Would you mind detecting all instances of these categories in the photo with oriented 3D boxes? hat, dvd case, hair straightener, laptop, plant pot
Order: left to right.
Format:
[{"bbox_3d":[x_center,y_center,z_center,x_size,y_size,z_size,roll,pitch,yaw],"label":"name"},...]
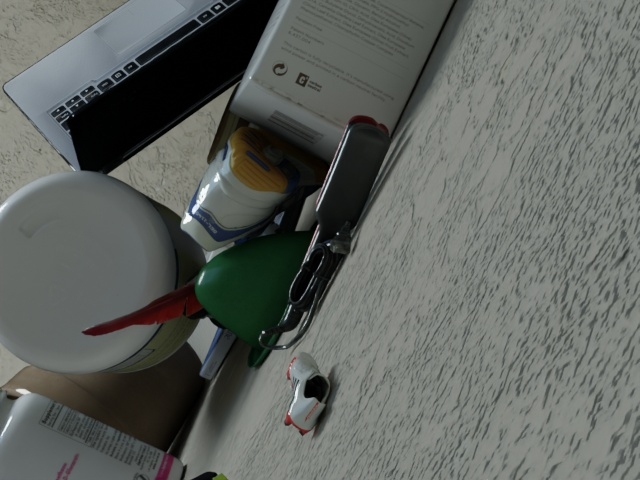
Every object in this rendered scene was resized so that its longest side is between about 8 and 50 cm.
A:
[{"bbox_3d":[-0.292,0.233,1.774,0.229,0.263,0.263,-47,-3,-31],"label":"plant pot"},{"bbox_3d":[-0.203,-0.276,1.541,0.382,0.408,0.236,-37,-39,-13],"label":"laptop"},{"bbox_3d":[-0.118,0.027,1.314,0.208,0.184,0.173,-67,7,-24],"label":"hat"},{"bbox_3d":[-0.092,0.056,1.720,0.253,0.022,0.180,-59,7,34],"label":"dvd case"},{"bbox_3d":[0.000,0.000,1.101,0.230,0.047,0.089,-62,6,11],"label":"hair straightener"}]

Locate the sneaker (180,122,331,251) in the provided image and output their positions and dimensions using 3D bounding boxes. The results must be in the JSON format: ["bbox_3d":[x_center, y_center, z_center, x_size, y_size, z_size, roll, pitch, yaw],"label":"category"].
[{"bbox_3d":[-0.078,-0.065,1.399,0.131,0.112,0.296,-47,-7,16],"label":"sneaker"}]

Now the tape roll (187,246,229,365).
[{"bbox_3d":[-0.233,0.190,2.082,0.392,0.072,0.392,-62,8,14],"label":"tape roll"}]

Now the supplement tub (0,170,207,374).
[{"bbox_3d":[-0.269,0.049,1.543,0.235,0.235,0.325,-64,-7,-3],"label":"supplement tub"}]

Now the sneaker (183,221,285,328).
[{"bbox_3d":[-0.127,0.063,1.490,0.132,0.086,0.228,-34,-12,-35],"label":"sneaker"}]

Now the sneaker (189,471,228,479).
[{"bbox_3d":[-0.121,0.262,1.013,0.097,0.084,0.234,-38,-11,-40],"label":"sneaker"}]

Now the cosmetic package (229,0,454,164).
[{"bbox_3d":[0.056,-0.274,1.264,0.365,0.155,0.197,-63,7,-7],"label":"cosmetic package"}]

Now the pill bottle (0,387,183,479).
[{"bbox_3d":[-0.325,0.284,1.500,0.160,0.283,0.160,-63,6,13],"label":"pill bottle"}]

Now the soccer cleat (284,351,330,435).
[{"bbox_3d":[-0.007,0.101,0.863,0.035,0.029,0.083,-51,15,26],"label":"soccer cleat"}]

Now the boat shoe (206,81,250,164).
[{"bbox_3d":[-0.065,-0.138,1.712,0.342,0.123,0.123,-7,-61,-83],"label":"boat shoe"}]
